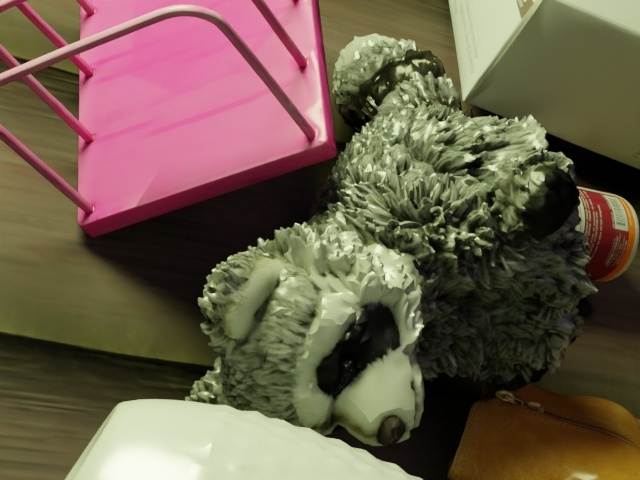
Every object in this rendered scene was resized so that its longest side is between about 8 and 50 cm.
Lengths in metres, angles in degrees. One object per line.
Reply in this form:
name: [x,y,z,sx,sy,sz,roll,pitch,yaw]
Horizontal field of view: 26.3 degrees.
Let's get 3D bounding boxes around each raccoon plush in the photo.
raccoon plush: [0.000,0.000,1.081,0.299,0.216,0.446,-10,27,-19]

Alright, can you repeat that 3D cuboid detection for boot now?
boot: [0.197,0.210,1.029,0.211,0.104,0.295,17,25,1]

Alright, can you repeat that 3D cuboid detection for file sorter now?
file sorter: [-0.128,-0.192,1.007,0.182,0.202,0.290,50,27,-51]

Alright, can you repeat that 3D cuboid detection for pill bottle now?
pill bottle: [0.213,-0.012,1.266,0.152,0.086,0.086,10,53,-32]

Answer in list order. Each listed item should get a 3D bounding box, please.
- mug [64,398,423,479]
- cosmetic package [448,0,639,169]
mug: [-0.043,0.285,0.742,0.328,0.276,0.374,34,74,-4]
cosmetic package: [0.334,-0.197,1.412,0.385,0.156,0.217,18,42,-17]
